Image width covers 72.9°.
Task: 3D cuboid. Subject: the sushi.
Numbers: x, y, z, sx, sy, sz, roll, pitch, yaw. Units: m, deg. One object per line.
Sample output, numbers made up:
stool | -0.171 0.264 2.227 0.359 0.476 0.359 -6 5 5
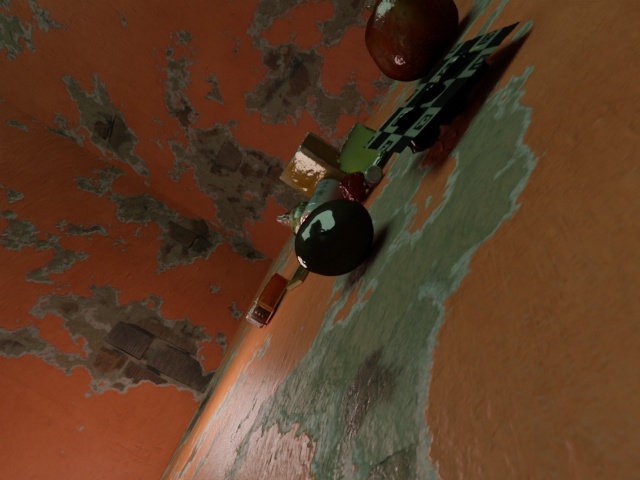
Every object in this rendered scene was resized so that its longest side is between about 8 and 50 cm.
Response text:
sushi | 0.302 -0.325 1.060 0.373 0.100 0.296 -48 17 4

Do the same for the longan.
longan | 0.038 -0.003 1.087 0.212 0.198 0.198 -49 6 -7

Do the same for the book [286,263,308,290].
book | -0.083 0.138 1.943 0.161 0.026 0.231 -61 8 -23

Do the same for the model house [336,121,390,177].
model house | 0.195 -0.326 1.711 0.193 0.170 0.211 -64 -22 9

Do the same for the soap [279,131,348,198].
soap | 0.006 -0.324 2.097 0.293 0.335 0.156 -40 20 57

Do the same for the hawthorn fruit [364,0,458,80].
hawthorn fruit | 0.360 -0.895 1.842 0.402 0.403 0.403 -57 7 11

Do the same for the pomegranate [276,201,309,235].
pomegranate | -0.114 -0.106 2.325 0.214 0.248 0.214 1 -90 -87

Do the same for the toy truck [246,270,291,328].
toy truck | -0.256 0.295 2.148 0.270 0.114 0.135 -60 2 -31

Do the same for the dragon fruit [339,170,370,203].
dragon fruit | 0.138 -0.186 1.571 0.106 0.083 0.162 -40 -29 -7

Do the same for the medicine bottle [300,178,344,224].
medicine bottle | 0.018 -0.148 1.945 0.152 0.152 0.253 -52 9 44

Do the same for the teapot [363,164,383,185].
teapot | 0.177 -0.220 1.520 0.083 0.064 0.064 -46 -3 -8

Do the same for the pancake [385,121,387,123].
pancake | 0.306 -0.525 2.078 0.139 0.022 0.139 -57 8 13
